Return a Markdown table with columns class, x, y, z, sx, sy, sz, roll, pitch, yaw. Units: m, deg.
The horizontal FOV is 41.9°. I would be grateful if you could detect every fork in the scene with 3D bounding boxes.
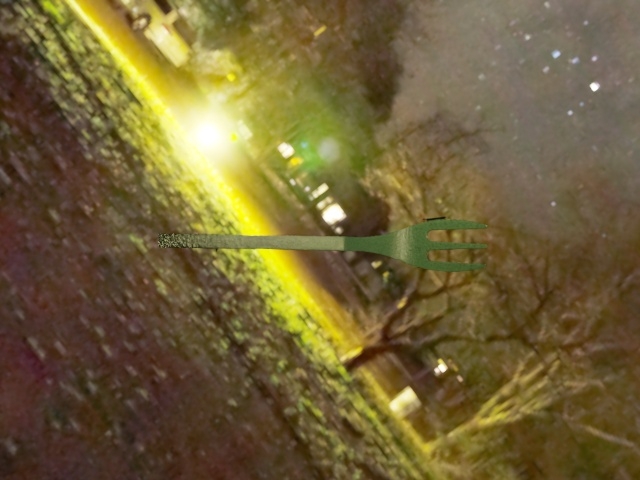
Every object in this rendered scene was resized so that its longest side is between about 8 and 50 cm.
| class | x | y | z | sx | sy | sz | roll | pitch | yaw |
| --- | --- | --- | --- | --- | --- | --- | --- | --- | --- |
| fork | 0.000 | 0.000 | 0.602 | 0.021 | 0.235 | 0.039 | 44 | 47 | -82 |
